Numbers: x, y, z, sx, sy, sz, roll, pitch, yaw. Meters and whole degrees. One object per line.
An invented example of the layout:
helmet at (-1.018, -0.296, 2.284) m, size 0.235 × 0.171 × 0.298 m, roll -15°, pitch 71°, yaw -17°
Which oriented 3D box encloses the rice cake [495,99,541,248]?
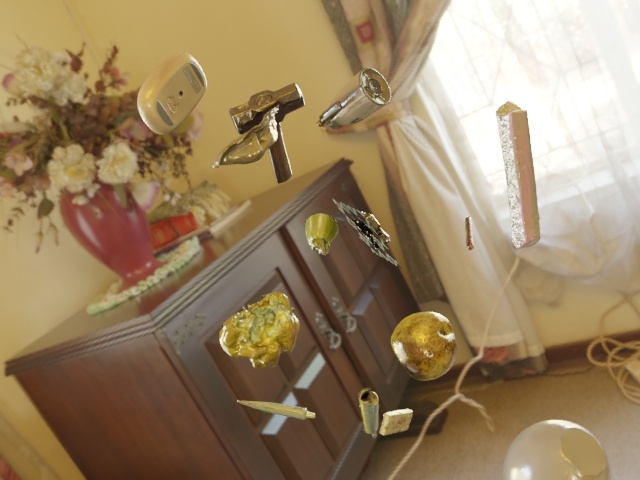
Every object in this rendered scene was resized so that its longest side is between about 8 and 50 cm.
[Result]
rice cake at (0.482, -0.155, 1.404) m, size 0.073 × 0.365 × 0.056 m, roll -17°, pitch 14°, yaw -32°

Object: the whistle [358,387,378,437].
whistle at (0.161, 0.568, 1.899) m, size 0.057 × 0.326 × 0.068 m, roll -16°, pitch 54°, yaw -4°

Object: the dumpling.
dumpling at (-0.166, -0.291, 1.617) m, size 0.166 × 0.086 × 0.332 m, roll -27°, pitch 20°, yaw 35°

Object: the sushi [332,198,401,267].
sushi at (0.150, -0.039, 1.718) m, size 0.047 × 0.219 × 0.231 m, roll -40°, pitch 24°, yaw -7°

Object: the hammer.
hammer at (-0.152, -0.341, 2.016) m, size 0.242 × 0.409 × 0.095 m, roll -25°, pitch 54°, yaw -9°

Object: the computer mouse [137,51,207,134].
computer mouse at (-0.394, -0.388, 1.536) m, size 0.082 × 0.145 × 0.236 m, roll 9°, pitch 58°, yaw 32°

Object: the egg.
egg at (0.427, 0.433, 1.067) m, size 0.176 × 0.176 × 0.232 m, roll -41°, pitch -27°, yaw -45°

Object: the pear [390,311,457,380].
pear at (0.316, 0.307, 1.725) m, size 0.197 × 0.197 × 0.197 m, roll -27°, pitch 12°, yaw 6°

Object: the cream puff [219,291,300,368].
cream puff at (-0.161, 0.262, 1.607) m, size 0.221 × 0.194 × 0.195 m, roll -27°, pitch 11°, yaw -16°

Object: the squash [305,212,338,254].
squash at (-0.005, -0.004, 1.722) m, size 0.105 × 0.105 × 0.132 m, roll -24°, pitch 27°, yaw 23°

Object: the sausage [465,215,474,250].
sausage at (0.501, -0.026, 1.953) m, size 0.025 × 0.028 × 0.198 m, roll -28°, pitch 26°, yaw 28°

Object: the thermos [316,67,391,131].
thermos at (0.069, -0.349, 1.504) m, size 0.137 × 0.105 × 0.193 m, roll -29°, pitch 2°, yaw -44°

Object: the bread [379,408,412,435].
bread at (0.241, 0.576, 1.845) m, size 0.028 × 0.068 × 0.154 m, roll 18°, pitch 3°, yaw 40°

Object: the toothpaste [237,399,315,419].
toothpaste at (-0.111, 0.422, 1.457) m, size 0.197 × 0.029 × 0.048 m, roll 9°, pitch -17°, yaw 4°
